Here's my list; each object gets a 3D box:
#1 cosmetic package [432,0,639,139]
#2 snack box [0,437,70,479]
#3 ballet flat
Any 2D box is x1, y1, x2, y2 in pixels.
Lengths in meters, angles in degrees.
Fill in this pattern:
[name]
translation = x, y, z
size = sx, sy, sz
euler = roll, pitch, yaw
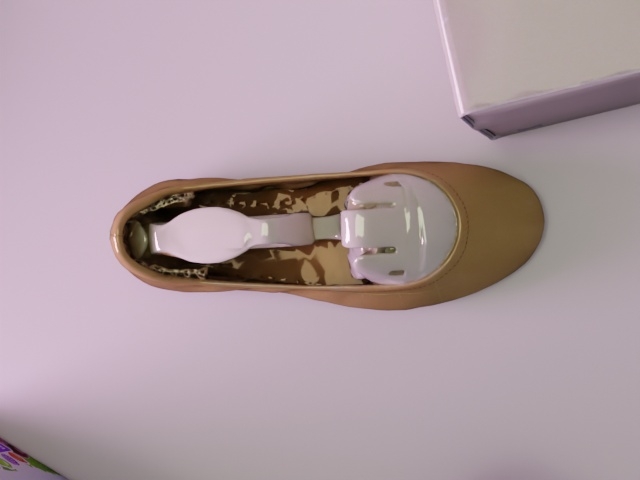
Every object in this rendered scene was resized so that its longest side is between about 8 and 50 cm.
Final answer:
[cosmetic package]
translation = 0.095, -0.215, 0.975
size = 0.113, 0.160, 0.309
euler = -14, 87, 10
[snack box]
translation = -0.152, 0.172, 1.005
size = 0.207, 0.174, 0.070
euler = 31, 98, 9
[ballet flat]
translation = 0.000, 0.000, 1.031
size = 0.232, 0.073, 0.080
euler = -4, 88, 10
